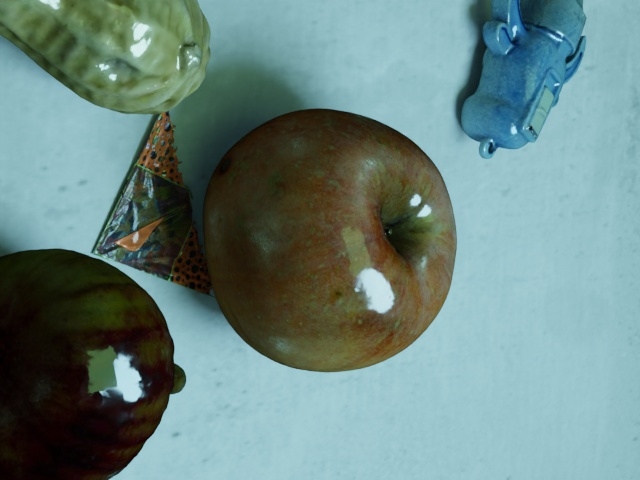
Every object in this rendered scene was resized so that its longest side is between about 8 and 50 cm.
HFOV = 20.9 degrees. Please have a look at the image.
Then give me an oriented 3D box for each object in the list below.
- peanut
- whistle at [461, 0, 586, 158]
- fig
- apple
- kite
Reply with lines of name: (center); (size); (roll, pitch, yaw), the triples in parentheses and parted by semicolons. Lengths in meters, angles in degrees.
peanut: (-0.208, -0.212, 1.432); (0.140, 0.153, 0.325); (-50, 140, -2)
whistle: (0.231, -0.208, 1.901); (0.180, 0.093, 0.269); (43, 66, -48)
fig: (-0.195, 0.109, 1.536); (0.321, 0.217, 0.217); (3, 101, -65)
apple: (0.000, 0.000, 1.654); (0.253, 0.253, 0.253); (-14, 111, -40)
kite: (-0.164, -0.014, 1.630); (0.125, 0.008, 0.222); (-31, 121, -34)
